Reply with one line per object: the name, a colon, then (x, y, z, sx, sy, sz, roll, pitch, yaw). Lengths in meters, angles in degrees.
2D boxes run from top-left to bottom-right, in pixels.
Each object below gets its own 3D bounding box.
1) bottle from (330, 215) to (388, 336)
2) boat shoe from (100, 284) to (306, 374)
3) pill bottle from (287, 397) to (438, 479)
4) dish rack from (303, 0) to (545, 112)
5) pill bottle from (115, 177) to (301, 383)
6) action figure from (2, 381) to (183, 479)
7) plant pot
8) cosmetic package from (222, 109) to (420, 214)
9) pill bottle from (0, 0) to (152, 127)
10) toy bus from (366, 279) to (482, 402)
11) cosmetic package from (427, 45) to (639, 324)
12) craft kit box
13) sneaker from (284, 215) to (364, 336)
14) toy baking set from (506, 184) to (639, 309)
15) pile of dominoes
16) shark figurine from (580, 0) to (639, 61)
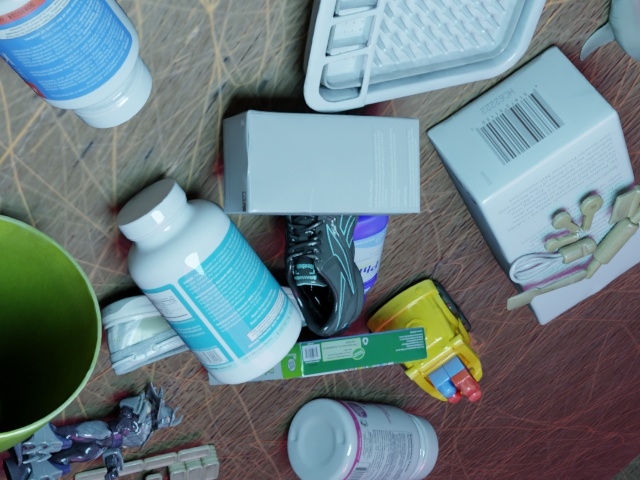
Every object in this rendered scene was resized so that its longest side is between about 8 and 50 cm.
bottle: (0.029, 0.036, 1.632, 0.118, 0.092, 0.283, -14, 142, -18)
boat shoe: (-0.154, 0.126, 1.563, 0.320, 0.103, 0.118, -2, 163, -33)
pill bottle: (0.086, 0.385, 2.054, 0.283, 0.160, 0.160, 15, 124, -47)
dish rack: (0.129, -0.302, 1.308, 0.333, 0.072, 0.285, -14, 141, -24)
pill bottle: (-0.148, 0.049, 1.405, 0.146, 0.146, 0.264, -33, 115, 2)
action figure: (-0.341, 0.308, 1.686, 0.285, 0.099, 0.185, -12, 136, -32)
plant pot: (-0.432, 0.154, 1.312, 0.275, 0.275, 0.293, -9, 156, -30)
cosmetic package: (0.001, -0.093, 1.365, 0.238, 0.127, 0.107, 1, 179, -22)
pill bottle: (-0.256, -0.207, 1.079, 0.124, 0.124, 0.221, -33, 145, 2)
toy bus: (0.209, 0.201, 1.877, 0.149, 0.211, 0.220, -37, 147, 5)
cosmetic package: (0.354, -0.068, 1.694, 0.230, 0.161, 0.453, -34, 146, 3)
craft kit box: (-0.007, 0.180, 1.697, 0.250, 0.061, 0.246, -3, 176, -38)
sneaker: (0.000, 0.000, 1.452, 0.101, 0.267, 0.106, -7, -165, 25)
toy baking set: (0.384, 0.007, 1.648, 0.197, 0.030, 0.256, 1, 134, -35)
pile of dominoes: (-0.306, 0.422, 1.927, 0.251, 0.040, 0.196, -9, 141, -17)
shark figurine: (0.500, -0.281, 1.589, 0.278, 0.116, 0.166, 8, 131, -41)
